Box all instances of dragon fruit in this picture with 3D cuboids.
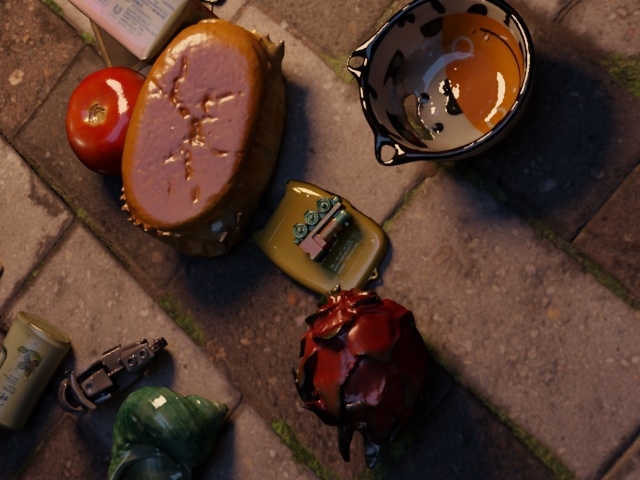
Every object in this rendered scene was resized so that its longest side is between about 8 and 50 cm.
[{"bbox_3d":[0.065,0.191,1.593,0.193,0.192,0.274,-15,81,13],"label":"dragon fruit"}]

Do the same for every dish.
[{"bbox_3d":[0.202,-0.235,1.682,0.303,0.120,0.303,-7,73,24],"label":"dish"}]

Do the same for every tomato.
[{"bbox_3d":[-0.357,-0.208,1.938,0.195,0.136,0.195,-6,76,25],"label":"tomato"}]

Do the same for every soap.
[{"bbox_3d":[-0.302,-0.400,1.914,0.199,0.182,0.138,40,97,12],"label":"soap"}]

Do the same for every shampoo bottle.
[{"bbox_3d":[-0.538,0.252,1.925,0.118,0.087,0.234,30,90,26],"label":"shampoo bottle"}]

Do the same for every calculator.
[{"bbox_3d":[0.000,0.000,1.765,0.236,0.033,0.157,32,90,28],"label":"calculator"}]

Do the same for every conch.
[{"bbox_3d":[-0.242,0.319,1.742,0.202,0.134,0.196,-25,107,12],"label":"conch"}]

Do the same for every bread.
[{"bbox_3d":[-0.197,-0.171,1.824,0.236,0.183,0.388,8,79,25],"label":"bread"}]

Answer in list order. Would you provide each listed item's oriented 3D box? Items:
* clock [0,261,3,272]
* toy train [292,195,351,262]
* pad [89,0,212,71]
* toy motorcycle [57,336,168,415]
[{"bbox_3d":[-0.706,0.056,2.070,0.192,0.071,0.147,29,90,29],"label":"clock"},{"bbox_3d":[0.005,-0.021,1.729,0.064,0.044,0.103,45,98,21],"label":"toy train"},{"bbox_3d":[-0.336,-0.524,2.059,0.315,0.063,0.375,-31,66,15],"label":"pad"},{"bbox_3d":[-0.356,0.222,1.827,0.215,0.122,0.080,-32,91,15],"label":"toy motorcycle"}]
